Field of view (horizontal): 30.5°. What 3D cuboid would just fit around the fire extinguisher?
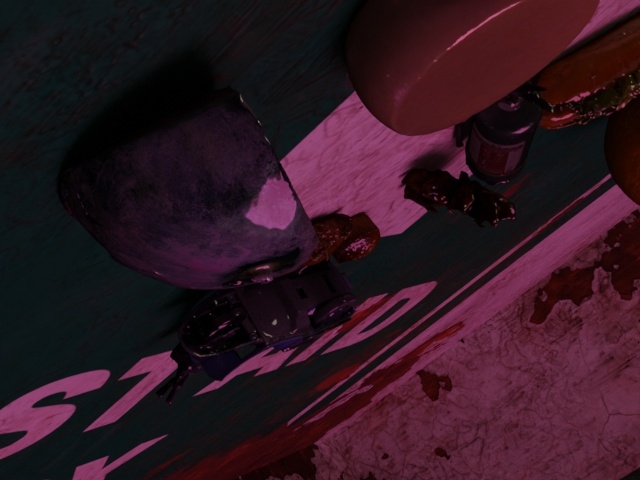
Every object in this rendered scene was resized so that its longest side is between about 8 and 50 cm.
[{"bbox_3d":[0.246,-0.159,1.586,0.294,0.118,0.093,77,36,-75],"label":"fire extinguisher"}]

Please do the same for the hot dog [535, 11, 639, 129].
[{"bbox_3d":[0.434,-0.247,1.678,0.337,0.100,0.135,-31,167,-12],"label":"hot dog"}]

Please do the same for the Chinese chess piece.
[{"bbox_3d":[0.151,-0.216,1.174,0.273,0.102,0.273,-29,165,-8],"label":"Chinese chess piece"}]

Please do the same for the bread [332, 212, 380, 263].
[{"bbox_3d":[0.052,0.002,1.774,0.085,0.053,0.085,-31,166,-9],"label":"bread"}]

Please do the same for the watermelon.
[{"bbox_3d":[-0.120,-0.012,1.114,0.188,0.175,0.322,-32,165,-5],"label":"watermelon"}]

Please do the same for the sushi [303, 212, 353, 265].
[{"bbox_3d":[-0.003,-0.003,1.651,0.118,0.061,0.060,-48,167,-35],"label":"sushi"}]

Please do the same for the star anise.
[{"bbox_3d":[0.202,-0.067,1.753,0.234,0.177,0.073,-149,-101,-87],"label":"star anise"}]

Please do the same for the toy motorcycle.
[{"bbox_3d":[-0.093,0.125,1.731,0.358,0.125,0.212,-16,160,-48],"label":"toy motorcycle"}]

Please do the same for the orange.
[{"bbox_3d":[0.620,-0.173,2.000,0.274,0.274,0.274,-31,166,-9],"label":"orange"}]
